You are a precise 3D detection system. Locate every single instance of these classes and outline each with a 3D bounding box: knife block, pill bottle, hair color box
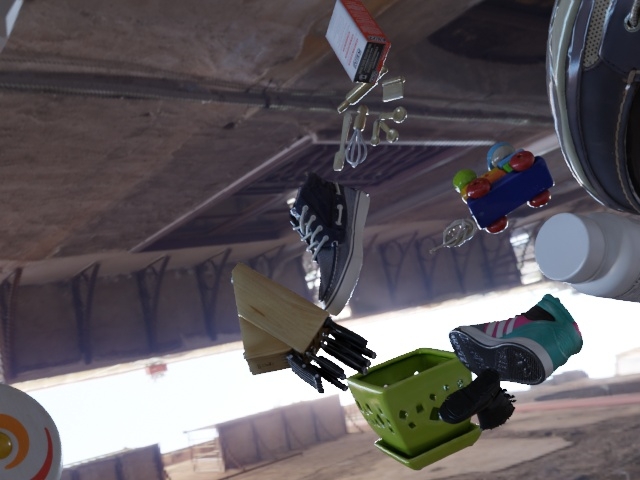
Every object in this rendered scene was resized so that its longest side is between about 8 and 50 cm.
[{"bbox_3d":[-0.030,0.157,1.364,0.242,0.088,0.276,-12,-121,-3],"label":"knife block"},{"bbox_3d":[0.448,0.025,1.112,0.229,0.131,0.131,9,-111,-30],"label":"pill bottle"},{"bbox_3d":[0.056,-0.311,1.122,0.043,0.072,0.141,1,-137,-23],"label":"hair color box"}]

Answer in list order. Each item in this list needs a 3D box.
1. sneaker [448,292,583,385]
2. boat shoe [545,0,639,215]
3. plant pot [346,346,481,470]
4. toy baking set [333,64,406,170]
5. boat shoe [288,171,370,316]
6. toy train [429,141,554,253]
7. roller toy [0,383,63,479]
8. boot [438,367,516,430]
[{"bbox_3d":[0.380,0.175,1.357,0.178,0.295,0.124,-27,-81,-20],"label":"sneaker"},{"bbox_3d":[0.242,-0.166,0.483,0.132,0.130,0.355,-24,-58,-20],"label":"boat shoe"},{"bbox_3d":[0.220,0.381,1.643,0.228,0.227,0.207,-19,-87,-19],"label":"plant pot"},{"bbox_3d":[0.101,-0.281,1.675,0.030,0.256,0.197,17,-129,-41],"label":"toy baking set"},{"bbox_3d":[0.000,0.000,1.497,0.158,0.127,0.341,23,-139,-11],"label":"boat shoe"},{"bbox_3d":[0.276,-0.081,1.298,0.105,0.248,0.143,56,-176,-30],"label":"toy train"},{"bbox_3d":[-0.443,0.288,0.938,0.191,0.146,0.209,35,-146,-23],"label":"roller toy"},{"bbox_3d":[0.246,0.262,1.122,0.121,0.045,0.099,-37,-50,-11],"label":"boot"}]
